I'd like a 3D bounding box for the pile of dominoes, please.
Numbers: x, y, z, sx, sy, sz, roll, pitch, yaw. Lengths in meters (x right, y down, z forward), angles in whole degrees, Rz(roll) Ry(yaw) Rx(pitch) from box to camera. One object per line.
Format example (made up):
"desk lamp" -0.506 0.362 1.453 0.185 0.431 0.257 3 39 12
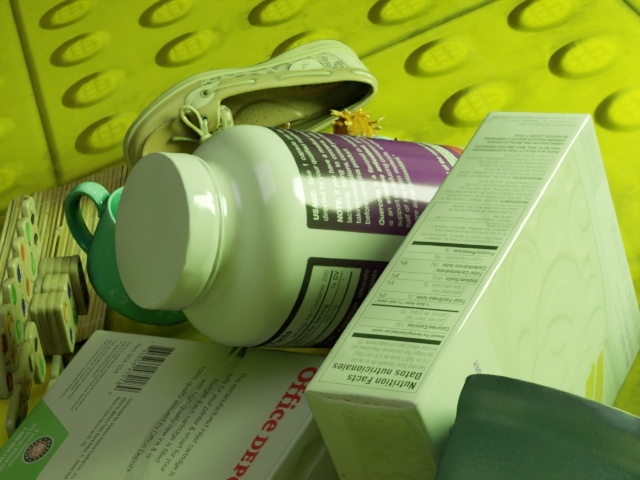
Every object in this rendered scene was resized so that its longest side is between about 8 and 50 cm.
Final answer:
"pile of dominoes" -0.246 0.100 1.534 0.040 0.196 0.251 -5 35 2

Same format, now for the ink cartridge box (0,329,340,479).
"ink cartridge box" -0.113 0.187 1.399 0.272 0.115 0.198 4 42 34

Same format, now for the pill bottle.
"pill bottle" 0.000 0.000 1.411 0.323 0.182 0.181 4 18 -34

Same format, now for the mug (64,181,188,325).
"mug" -0.170 0.014 1.660 0.129 0.097 0.158 -3 39 -41

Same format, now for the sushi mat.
"sushi mat" -0.286 0.028 1.810 0.151 0.019 0.316 -14 34 9

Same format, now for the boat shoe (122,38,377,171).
"boat shoe" -0.078 -0.137 1.848 0.285 0.105 0.089 -26 31 -7

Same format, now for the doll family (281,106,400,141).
"doll family" 0.019 -0.059 1.626 0.262 0.118 0.163 -10 37 -9

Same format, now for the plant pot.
"plant pot" 0.184 0.233 1.049 0.293 0.293 0.196 15 74 43

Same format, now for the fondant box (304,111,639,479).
"fondant box" 0.131 0.092 1.280 0.096 0.238 0.330 5 42 33
